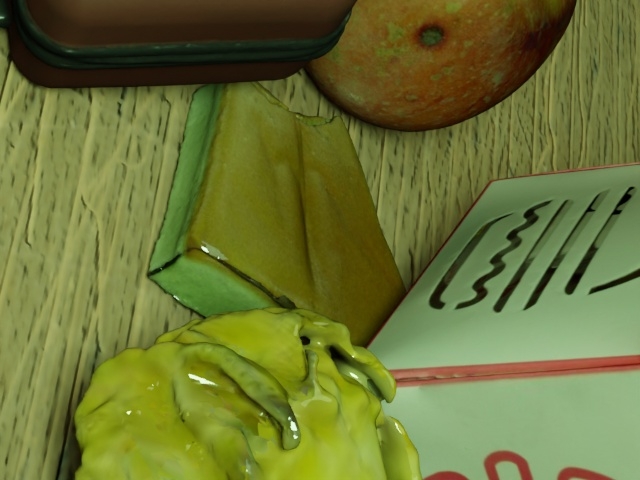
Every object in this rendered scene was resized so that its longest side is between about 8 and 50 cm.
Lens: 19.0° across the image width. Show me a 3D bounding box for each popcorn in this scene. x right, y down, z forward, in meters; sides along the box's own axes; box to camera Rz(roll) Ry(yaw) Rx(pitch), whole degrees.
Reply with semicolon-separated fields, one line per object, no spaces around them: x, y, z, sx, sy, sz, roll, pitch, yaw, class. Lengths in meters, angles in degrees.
-0.046;0.152;1.115;0.250;0.190;0.250;31;41;-31;popcorn

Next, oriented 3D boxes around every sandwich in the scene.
0.000;0.000;1.362;0.245;0.063;0.212;39;42;-30;sandwich

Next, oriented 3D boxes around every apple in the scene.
0.087;-0.212;1.457;0.253;0.253;0.253;28;49;-38;apple

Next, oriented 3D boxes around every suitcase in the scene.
-0.103;-0.252;1.246;0.236;0.161;0.297;-3;75;-20;suitcase

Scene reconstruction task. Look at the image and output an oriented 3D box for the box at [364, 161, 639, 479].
0.238;0.132;1.311;0.314;0.300;0.312;-49;126;-51;box
